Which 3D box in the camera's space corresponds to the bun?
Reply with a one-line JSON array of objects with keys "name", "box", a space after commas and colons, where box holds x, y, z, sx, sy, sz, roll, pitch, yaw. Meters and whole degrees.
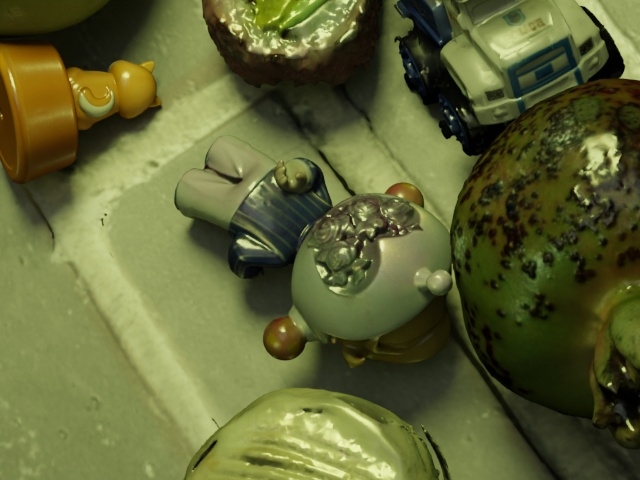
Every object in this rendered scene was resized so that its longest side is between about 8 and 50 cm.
[{"name": "bun", "box": [0.000, 0.234, 1.236, 0.239, 0.141, 0.239, -4, 74, 14]}]

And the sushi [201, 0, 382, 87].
[{"name": "sushi", "box": [-0.023, -0.246, 1.395, 0.161, 0.107, 0.241, 0, 66, 8]}]

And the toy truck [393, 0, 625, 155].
[{"name": "toy truck", "box": [0.144, -0.197, 1.304, 0.161, 0.177, 0.213, -28, 41, -3]}]

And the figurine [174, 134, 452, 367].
[{"name": "figurine", "box": [0.004, -0.009, 1.318, 0.194, 0.133, 0.274, -28, 58, -12]}]

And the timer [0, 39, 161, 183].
[{"name": "timer", "box": [-0.221, -0.130, 1.401, 0.152, 0.132, 0.132, -13, 71, -21]}]

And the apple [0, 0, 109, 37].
[{"name": "apple", "box": [-0.284, -0.329, 1.372, 0.292, 0.254, 0.292, -4, 52, 5]}]

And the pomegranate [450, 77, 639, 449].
[{"name": "pomegranate", "box": [0.238, 0.031, 1.156, 0.285, 0.285, 0.341, -10, 28, 6]}]
